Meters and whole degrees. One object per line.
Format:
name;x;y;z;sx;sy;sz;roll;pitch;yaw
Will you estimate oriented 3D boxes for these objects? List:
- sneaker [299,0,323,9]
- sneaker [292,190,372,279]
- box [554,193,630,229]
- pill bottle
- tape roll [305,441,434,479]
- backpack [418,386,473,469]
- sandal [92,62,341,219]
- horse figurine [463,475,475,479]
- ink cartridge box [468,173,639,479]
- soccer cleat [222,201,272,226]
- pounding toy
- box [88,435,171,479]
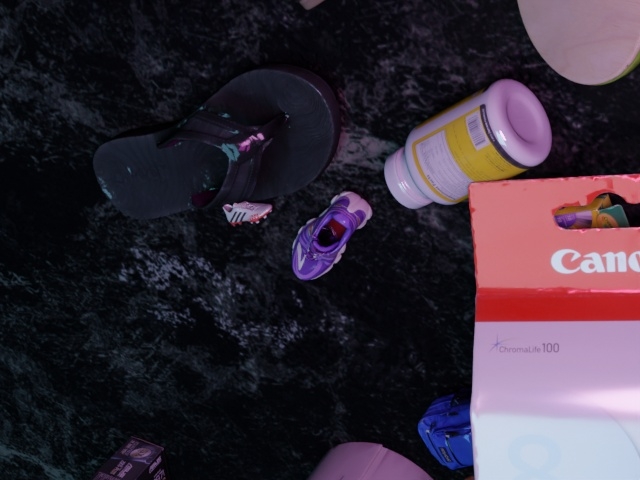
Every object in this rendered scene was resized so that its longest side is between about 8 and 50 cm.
sneaker;0.025;-0.321;1.214;0.188;0.066;0.071;-28;103;43
sneaker;0.000;0.000;1.467;0.068;0.071;0.170;39;136;3
box;0.286;0.006;1.298;0.179;0.043;0.105;-7;117;40
pill bottle;0.162;-0.102;1.258;0.184;0.103;0.103;-26;105;44
tape roll;0.063;0.454;1.694;0.246;0.169;0.246;18;131;22
backpack;0.192;0.257;1.509;0.120;0.101;0.098;-17;105;42
sandal;-0.152;-0.100;1.470;0.446;0.107;0.167;-17;111;41
horse figurine;0.225;0.409;1.581;0.066;0.174;0.263;48;163;55
ink cartridge box;0.314;0.126;1.185;0.308;0.091;0.385;-2;105;18
soccer cleat;-0.102;-0.042;1.535;0.083;0.029;0.035;-11;119;44
pounding toy;0.274;-0.271;1.078;0.237;0.110;0.183;60;153;24
box;-0.348;0.466;1.973;0.077;0.180;0.147;14;128;27
